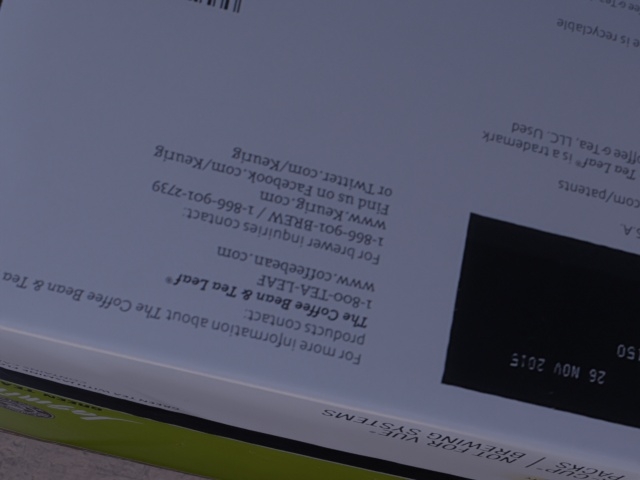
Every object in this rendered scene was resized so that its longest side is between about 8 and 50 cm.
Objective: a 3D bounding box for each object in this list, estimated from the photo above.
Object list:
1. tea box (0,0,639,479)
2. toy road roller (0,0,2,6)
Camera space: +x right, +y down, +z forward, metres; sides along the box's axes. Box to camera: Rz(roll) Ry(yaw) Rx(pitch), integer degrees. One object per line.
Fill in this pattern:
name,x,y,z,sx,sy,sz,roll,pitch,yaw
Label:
tea box,0.000,0.000,0.739,0.329,0.220,0.323,14,163,-10
toy road roller,-0.164,-0.114,1.322,0.329,0.240,0.202,-24,-174,-9
